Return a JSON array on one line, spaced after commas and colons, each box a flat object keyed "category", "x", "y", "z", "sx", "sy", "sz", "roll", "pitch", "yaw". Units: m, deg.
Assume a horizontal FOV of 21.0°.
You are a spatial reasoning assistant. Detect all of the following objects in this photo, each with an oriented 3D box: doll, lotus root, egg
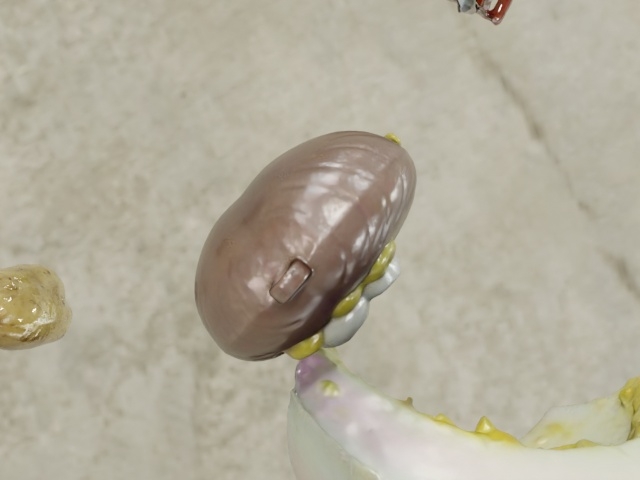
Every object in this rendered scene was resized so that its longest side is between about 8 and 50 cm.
[{"category": "doll", "x": 0.006, "y": -0.006, "z": 0.924, "sx": 0.096, "sy": 0.145, "sz": 0.188, "roll": 46, "pitch": 41, "yaw": -1}, {"category": "lotus root", "x": -0.227, "y": 0.049, "z": 1.307, "sx": 0.152, "sy": 0.072, "sz": 0.063, "roll": -30, "pitch": 138, "yaw": -76}, {"category": "egg", "x": 0.110, "y": 0.168, "z": 0.993, "sx": 0.271, "sy": 0.206, "sz": 0.161, "roll": -2, "pitch": 123, "yaw": -24}]

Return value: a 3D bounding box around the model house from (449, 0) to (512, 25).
[{"category": "model house", "x": 0.071, "y": -0.321, "z": 1.485, "sx": 0.196, "sy": 0.254, "sz": 0.160, "roll": -65, "pitch": 156, "yaw": 5}]
